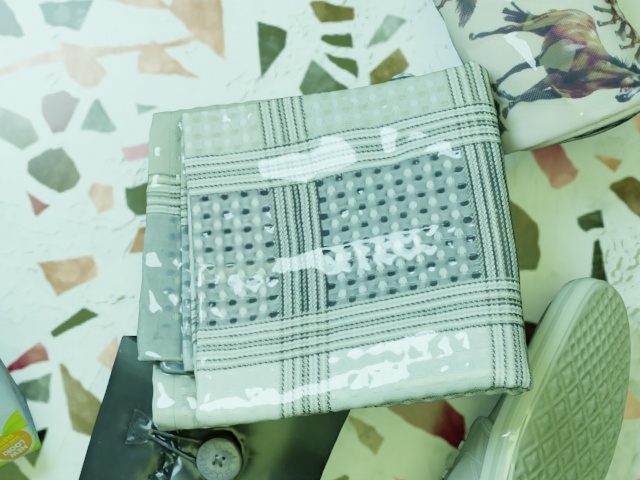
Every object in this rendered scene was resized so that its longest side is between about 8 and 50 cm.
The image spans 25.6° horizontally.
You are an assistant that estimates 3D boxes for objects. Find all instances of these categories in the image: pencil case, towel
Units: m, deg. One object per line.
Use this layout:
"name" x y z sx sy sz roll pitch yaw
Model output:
"pencil case" 0.177 -0.273 1.282 0.183 0.160 0.410 -24 87 16
"towel" 0.000 0.000 1.187 0.324 0.056 0.312 -8 65 10

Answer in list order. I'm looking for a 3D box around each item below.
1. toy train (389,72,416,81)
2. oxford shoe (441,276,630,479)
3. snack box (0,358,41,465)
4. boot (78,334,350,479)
"toy train" 0.106 -0.065 1.305 0.105 0.080 0.184 -2 83 -14
"oxford shoe" 0.156 0.238 1.258 0.169 0.130 0.449 27 81 -43
"snack box" -0.357 0.132 1.191 0.174 0.207 0.070 -25 46 -6
"boot" -0.062 0.336 1.228 0.367 0.146 0.445 18 81 -1
